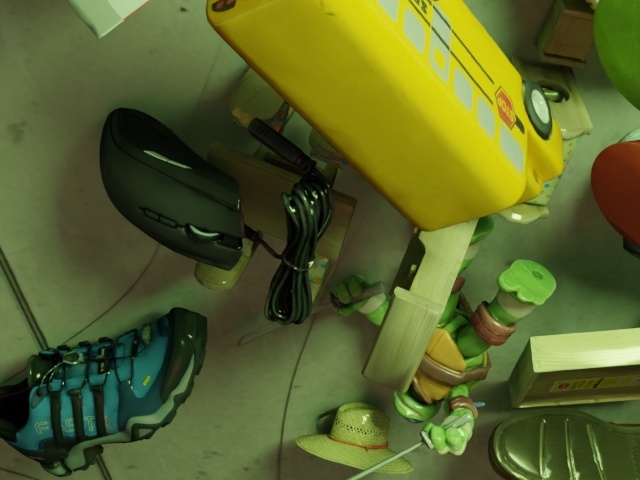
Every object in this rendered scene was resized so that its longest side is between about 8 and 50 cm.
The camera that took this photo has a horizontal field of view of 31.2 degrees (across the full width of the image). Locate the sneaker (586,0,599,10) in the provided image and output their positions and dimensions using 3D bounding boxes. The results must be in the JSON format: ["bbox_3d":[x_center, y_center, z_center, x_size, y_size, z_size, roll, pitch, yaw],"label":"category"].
[{"bbox_3d":[0.266,-0.245,0.882,0.153,0.099,0.282,-33,126,27],"label":"sneaker"}]

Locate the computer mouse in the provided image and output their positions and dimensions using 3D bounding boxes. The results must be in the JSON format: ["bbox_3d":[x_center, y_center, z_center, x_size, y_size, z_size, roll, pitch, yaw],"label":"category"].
[{"bbox_3d":[-0.104,-0.047,0.962,0.262,0.060,0.184,39,138,19],"label":"computer mouse"}]

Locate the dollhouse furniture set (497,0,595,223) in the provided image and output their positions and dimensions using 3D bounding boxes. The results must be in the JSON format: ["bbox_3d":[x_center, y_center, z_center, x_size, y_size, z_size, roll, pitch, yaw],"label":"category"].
[{"bbox_3d":[0.147,-0.119,0.995,0.161,0.101,0.181,7,134,-12],"label":"dollhouse furniture set"}]

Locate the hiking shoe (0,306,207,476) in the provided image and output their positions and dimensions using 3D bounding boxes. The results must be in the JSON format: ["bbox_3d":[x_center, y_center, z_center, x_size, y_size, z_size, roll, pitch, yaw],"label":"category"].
[{"bbox_3d":[-0.246,0.159,1.229,0.132,0.113,0.304,32,124,-32],"label":"hiking shoe"}]

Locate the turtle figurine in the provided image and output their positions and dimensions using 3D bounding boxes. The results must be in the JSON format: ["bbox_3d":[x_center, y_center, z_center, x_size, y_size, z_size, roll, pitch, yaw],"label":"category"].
[{"bbox_3d":[0.094,0.109,1.155,0.275,0.197,0.266,12,128,-21],"label":"turtle figurine"}]

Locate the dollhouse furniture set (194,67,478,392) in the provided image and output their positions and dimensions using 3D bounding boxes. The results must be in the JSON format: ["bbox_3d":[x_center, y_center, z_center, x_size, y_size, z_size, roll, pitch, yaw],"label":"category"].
[{"bbox_3d":[0.000,0.000,1.007,0.242,0.161,0.212,22,134,5],"label":"dollhouse furniture set"}]

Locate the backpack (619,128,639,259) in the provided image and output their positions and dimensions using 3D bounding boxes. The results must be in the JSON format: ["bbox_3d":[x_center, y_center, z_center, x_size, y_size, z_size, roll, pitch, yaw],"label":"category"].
[{"bbox_3d":[0.361,-0.038,1.088,0.182,0.115,0.151,5,123,-9],"label":"backpack"}]

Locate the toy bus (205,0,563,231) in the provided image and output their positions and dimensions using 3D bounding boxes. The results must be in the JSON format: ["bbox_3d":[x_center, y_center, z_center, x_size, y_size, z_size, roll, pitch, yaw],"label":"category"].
[{"bbox_3d":[0.065,-0.116,0.846,0.108,0.130,0.333,-17,140,31],"label":"toy bus"}]

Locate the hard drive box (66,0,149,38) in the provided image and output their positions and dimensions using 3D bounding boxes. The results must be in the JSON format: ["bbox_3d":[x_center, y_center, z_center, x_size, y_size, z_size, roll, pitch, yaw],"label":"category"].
[{"bbox_3d":[-0.074,-0.248,0.743,0.181,0.232,0.089,-31,109,24],"label":"hard drive box"}]

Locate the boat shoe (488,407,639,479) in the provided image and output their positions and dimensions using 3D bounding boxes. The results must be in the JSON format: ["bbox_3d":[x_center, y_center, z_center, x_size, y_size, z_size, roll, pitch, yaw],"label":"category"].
[{"bbox_3d":[0.333,0.271,1.391,0.307,0.110,0.104,8,158,-16],"label":"boat shoe"}]

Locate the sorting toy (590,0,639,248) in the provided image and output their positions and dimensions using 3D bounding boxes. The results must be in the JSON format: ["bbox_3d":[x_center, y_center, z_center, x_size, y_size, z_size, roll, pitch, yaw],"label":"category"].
[{"bbox_3d":[0.294,-0.148,0.870,0.126,0.127,0.365,-35,138,-24],"label":"sorting toy"}]

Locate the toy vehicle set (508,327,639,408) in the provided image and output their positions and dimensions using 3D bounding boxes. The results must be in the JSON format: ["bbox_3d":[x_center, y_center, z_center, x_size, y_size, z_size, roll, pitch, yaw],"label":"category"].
[{"bbox_3d":[0.295,0.139,1.223,0.166,0.035,0.267,-4,164,3],"label":"toy vehicle set"}]

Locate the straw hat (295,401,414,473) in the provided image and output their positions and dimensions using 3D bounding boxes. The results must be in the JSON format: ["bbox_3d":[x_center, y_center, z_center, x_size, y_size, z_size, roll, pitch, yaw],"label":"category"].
[{"bbox_3d":[0.047,0.224,1.354,0.145,0.144,0.061,12,93,-17],"label":"straw hat"}]
